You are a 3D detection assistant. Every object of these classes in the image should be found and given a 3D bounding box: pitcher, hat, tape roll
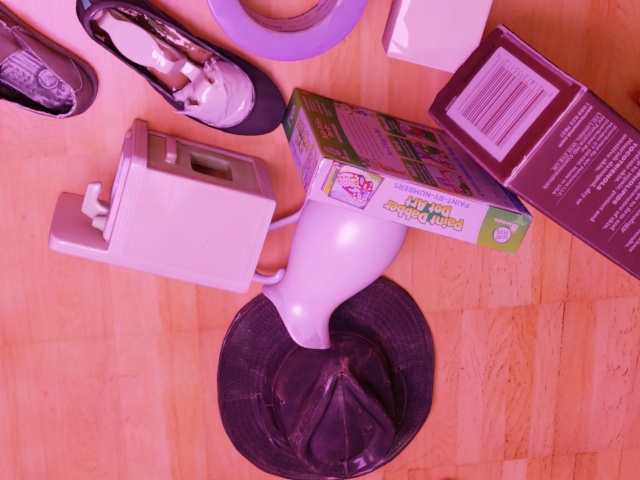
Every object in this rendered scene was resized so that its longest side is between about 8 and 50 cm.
[{"bbox_3d":[0.000,0.000,1.361,0.177,0.125,0.207,41,109,23],"label":"pitcher"},{"bbox_3d":[0.016,0.211,1.461,0.331,0.134,0.331,-3,114,-7],"label":"hat"},{"bbox_3d":[-0.041,-0.303,1.261,0.188,0.080,0.189,-3,113,-7],"label":"tape roll"}]

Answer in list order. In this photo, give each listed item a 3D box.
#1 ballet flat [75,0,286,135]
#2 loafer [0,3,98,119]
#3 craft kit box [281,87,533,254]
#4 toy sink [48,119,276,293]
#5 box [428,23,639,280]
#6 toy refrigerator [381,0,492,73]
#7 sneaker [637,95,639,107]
[{"bbox_3d":[-0.160,-0.192,1.280,0.280,0.096,0.095,31,109,-20],"label":"ballet flat"},{"bbox_3d":[-0.364,-0.211,1.243,0.251,0.087,0.094,24,107,-18],"label":"loafer"},{"bbox_3d":[0.090,-0.085,1.282,0.246,0.250,0.061,18,111,-15],"label":"craft kit box"},{"bbox_3d":[-0.184,-0.050,1.307,0.234,0.153,0.131,14,110,-13],"label":"toy sink"},{"bbox_3d":[0.326,-0.075,1.306,0.381,0.191,0.143,31,104,-37],"label":"box"},{"bbox_3d":[0.155,-0.336,1.274,0.102,0.094,0.270,12,110,-7],"label":"toy refrigerator"},{"bbox_3d":[0.478,-0.175,1.410,0.170,0.063,0.075,12,111,-19],"label":"sneaker"}]
